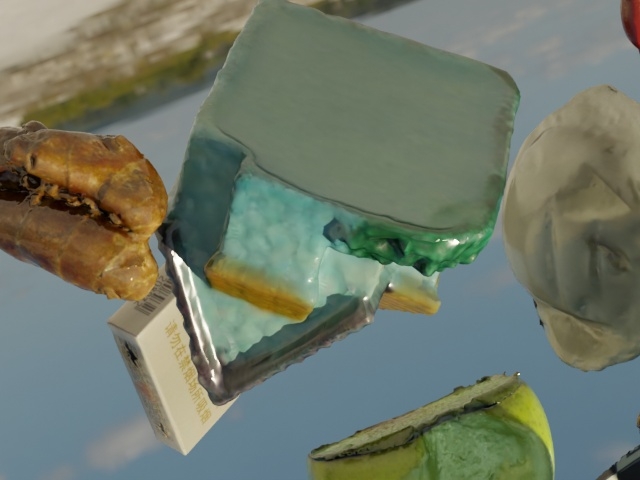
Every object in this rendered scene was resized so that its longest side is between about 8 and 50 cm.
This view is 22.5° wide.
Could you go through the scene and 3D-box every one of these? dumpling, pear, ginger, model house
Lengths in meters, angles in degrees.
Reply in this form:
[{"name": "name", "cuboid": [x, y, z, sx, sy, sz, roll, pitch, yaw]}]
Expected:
[{"name": "dumpling", "cuboid": [0.291, -0.005, 1.590, 0.175, 0.243, 0.227, -40, -143, -20]}, {"name": "pear", "cuboid": [0.149, 0.302, 1.805, 0.292, 0.292, 0.159, -22, -171, -14]}, {"name": "ginger", "cuboid": [-0.174, -0.029, 1.058, 0.162, 0.103, 0.073, 20, -170, 12]}, {"name": "model house", "cuboid": [0.000, 0.000, 1.210, 0.230, 0.249, 0.280, 18, -146, 3]}]

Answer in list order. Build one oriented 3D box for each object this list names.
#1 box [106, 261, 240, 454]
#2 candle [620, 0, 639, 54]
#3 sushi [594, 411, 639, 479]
[{"name": "box", "cuboid": [-0.067, 0.037, 1.724, 0.051, 0.205, 0.365, 24, -123, 32]}, {"name": "candle", "cuboid": [0.317, -0.161, 1.470, 0.051, 0.329, 0.048, -14, -136, 17]}, {"name": "sushi", "cuboid": [0.329, 0.149, 1.351, 0.279, 0.192, 0.043, -41, -130, -1]}]
